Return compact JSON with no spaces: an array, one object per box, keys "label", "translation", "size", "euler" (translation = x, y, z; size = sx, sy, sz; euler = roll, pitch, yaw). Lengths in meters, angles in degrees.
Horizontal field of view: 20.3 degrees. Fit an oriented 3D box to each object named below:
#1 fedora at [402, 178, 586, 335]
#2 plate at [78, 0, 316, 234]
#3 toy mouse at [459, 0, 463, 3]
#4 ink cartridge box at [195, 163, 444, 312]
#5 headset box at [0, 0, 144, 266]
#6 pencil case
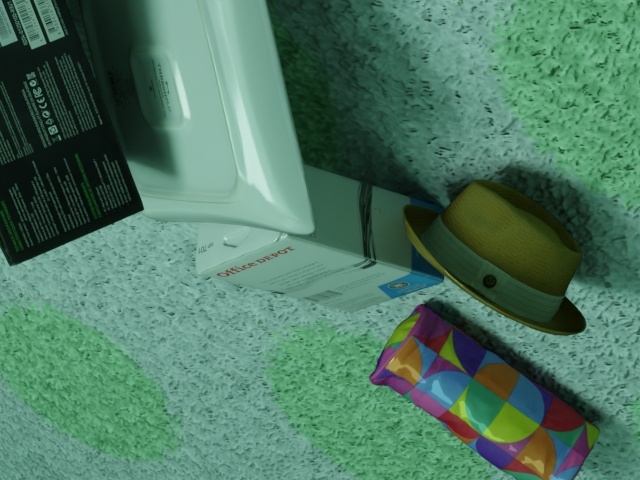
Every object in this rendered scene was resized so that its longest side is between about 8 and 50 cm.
[{"label":"fedora","translation":[0.167,0.005,1.577],"size":[0.194,0.194,0.079],"euler":[33,106,1]},{"label":"plate","translation":[-0.126,-0.137,1.555],"size":[0.278,0.045,0.277],"euler":[6,113,53]},{"label":"toy mouse","translation":[0.097,-0.253,1.406],"size":[0.161,0.031,0.143],"euler":[2,133,35]},{"label":"ink cartridge box","translation":[0.000,0.000,1.650],"size":[0.191,0.082,0.140],"euler":[17,155,-36]},{"label":"headset box","translation":[-0.286,-0.156,1.592],"size":[0.283,0.131,0.246],"euler":[-129,18,-58]},{"label":"pencil case","translation":[0.163,0.165,1.776],"size":[0.236,0.104,0.104],"euler":[38,143,-4]}]
